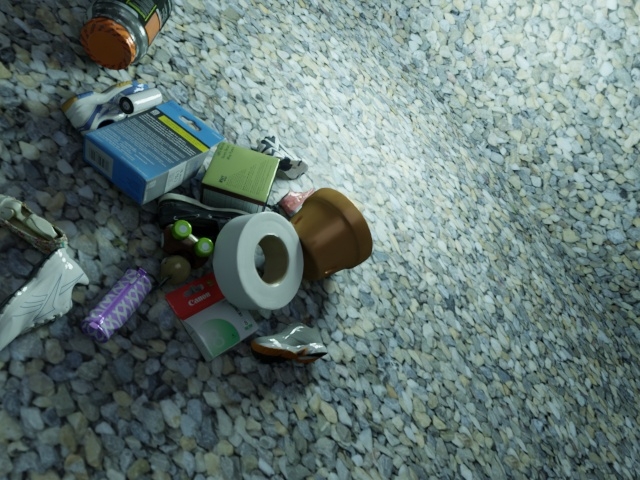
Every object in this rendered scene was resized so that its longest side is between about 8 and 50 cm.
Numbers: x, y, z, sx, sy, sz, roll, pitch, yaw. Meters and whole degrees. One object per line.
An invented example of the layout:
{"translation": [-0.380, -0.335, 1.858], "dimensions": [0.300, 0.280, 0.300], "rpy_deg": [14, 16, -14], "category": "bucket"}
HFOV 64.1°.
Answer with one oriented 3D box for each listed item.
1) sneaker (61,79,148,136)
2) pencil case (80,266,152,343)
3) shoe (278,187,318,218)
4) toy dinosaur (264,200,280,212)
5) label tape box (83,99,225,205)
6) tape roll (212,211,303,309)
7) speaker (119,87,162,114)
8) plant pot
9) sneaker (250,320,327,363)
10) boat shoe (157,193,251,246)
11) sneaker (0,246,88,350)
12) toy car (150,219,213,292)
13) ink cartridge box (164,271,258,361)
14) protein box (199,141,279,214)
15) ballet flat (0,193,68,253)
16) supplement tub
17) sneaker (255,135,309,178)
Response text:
{"translation": [-0.635, -0.398, 1.566], "dimensions": [0.296, 0.111, 0.131], "rpy_deg": [-41, 109, -44], "category": "sneaker"}
{"translation": [-0.512, 0.162, 1.298], "dimensions": [0.086, 0.088, 0.206], "rpy_deg": [37, 47, -10], "category": "pencil case"}
{"translation": [-0.079, -0.158, 1.853], "dimensions": [0.081, 0.063, 0.178], "rpy_deg": [48, 49, -9], "category": "shoe"}
{"translation": [-0.207, -0.128, 1.738], "dimensions": [0.118, 0.064, 0.268], "rpy_deg": [27, 48, -3], "category": "toy dinosaur"}
{"translation": [-0.490, -0.273, 1.536], "dimensions": [0.240, 0.106, 0.333], "rpy_deg": [37, 44, 11], "category": "label tape box"}
{"translation": [-0.174, 0.060, 1.490], "dimensions": [0.286, 0.100, 0.286], "rpy_deg": [11, 76, -51], "category": "tape roll"}
{"translation": [-0.547, -0.427, 1.562], "dimensions": [0.055, 0.055, 0.136], "rpy_deg": [47, 36, -4], "category": "speaker"}
{"translation": [0.000, 0.000, 1.687], "dimensions": [0.203, 0.291, 0.291], "rpy_deg": [-36, 87, -28], "category": "plant pot"}
{"translation": [-0.102, 0.299, 1.536], "dimensions": [0.262, 0.099, 0.121], "rpy_deg": [14, 48, -40], "category": "sneaker"}
{"translation": [-0.324, -0.039, 1.543], "dimensions": [0.340, 0.127, 0.113], "rpy_deg": [19, 53, -25], "category": "boat shoe"}
{"translation": [-0.655, 0.151, 1.185], "dimensions": [0.129, 0.111, 0.297], "rpy_deg": [48, 48, -24], "category": "sneaker"}
{"translation": [-0.409, 0.063, 1.408], "dimensions": [0.149, 0.155, 0.188], "rpy_deg": [40, 59, -15], "category": "toy car"}
{"translation": [-0.306, 0.205, 1.457], "dimensions": [0.181, 0.056, 0.225], "rpy_deg": [-28, 83, -46], "category": "ink cartridge box"}
{"translation": [-0.260, -0.180, 1.638], "dimensions": [0.201, 0.136, 0.200], "rpy_deg": [17, 52, -5], "category": "protein box"}
{"translation": [-0.735, -0.055, 1.270], "dimensions": [0.241, 0.077, 0.091], "rpy_deg": [34, 48, -15], "category": "ballet flat"}
{"translation": [-0.636, -0.726, 1.680], "dimensions": [0.207, 0.207, 0.338], "rpy_deg": [29, 49, -21], "category": "supplement tub"}
{"translation": [-0.148, -0.320, 1.879], "dimensions": [0.235, 0.094, 0.153], "rpy_deg": [1, 51, -49], "category": "sneaker"}
